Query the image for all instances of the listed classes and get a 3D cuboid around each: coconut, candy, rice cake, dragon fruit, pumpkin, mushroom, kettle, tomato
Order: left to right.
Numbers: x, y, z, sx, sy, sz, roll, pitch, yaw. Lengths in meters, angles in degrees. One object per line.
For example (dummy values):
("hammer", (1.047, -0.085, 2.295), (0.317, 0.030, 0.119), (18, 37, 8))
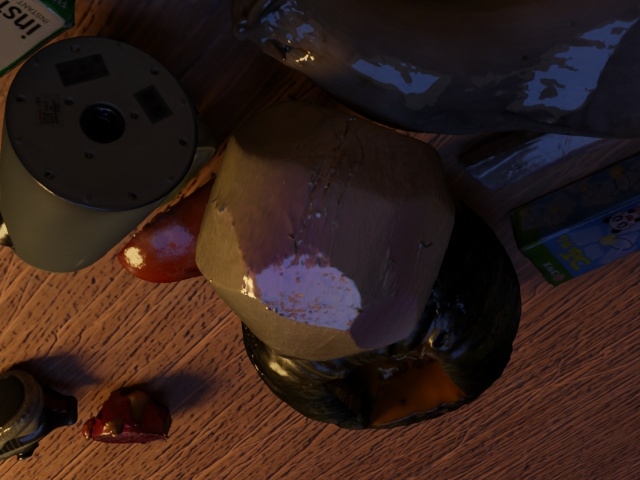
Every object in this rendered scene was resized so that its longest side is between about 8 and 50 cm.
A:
("kettle", (-0.199, -0.069, 1.068), (0.211, 0.159, 0.243), (-22, 170, -27))
("dragon fruit", (-0.255, 0.235, 1.531), (0.112, 0.068, 0.126), (-15, 159, 37))
("tomato", (-0.126, -0.001, 1.160), (0.156, 0.069, 0.155), (-37, 177, -3))
("coconut", (-0.002, -0.001, 1.044), (0.227, 0.227, 0.230), (18, 93, -29))
("pumpkin", (0.071, 0.088, 1.283), (0.321, 0.192, 0.320), (-6, 147, -4))
("mushroom", (0.122, -0.173, 1.009), (0.397, 0.126, 0.177), (-3, 132, -5))
("rice cake", (0.267, -0.115, 1.170), (0.270, 0.049, 0.055), (-24, 118, 20))
("candy", (0.319, -0.026, 1.283), (0.195, 0.062, 0.097), (-25, 140, 22))

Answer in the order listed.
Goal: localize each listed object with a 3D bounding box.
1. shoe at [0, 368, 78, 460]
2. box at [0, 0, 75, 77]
("shoe", (-0.410, 0.250, 1.503), (0.112, 0.099, 0.227), (19, 135, -41))
("box", (-0.333, -0.192, 0.922), (0.250, 0.103, 0.180), (-29, 139, 26))
